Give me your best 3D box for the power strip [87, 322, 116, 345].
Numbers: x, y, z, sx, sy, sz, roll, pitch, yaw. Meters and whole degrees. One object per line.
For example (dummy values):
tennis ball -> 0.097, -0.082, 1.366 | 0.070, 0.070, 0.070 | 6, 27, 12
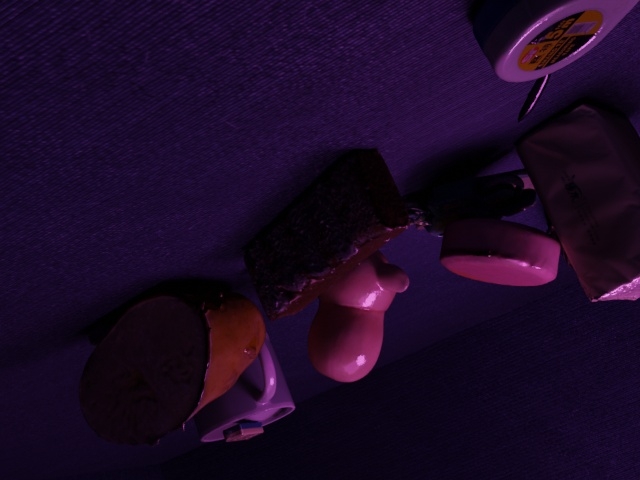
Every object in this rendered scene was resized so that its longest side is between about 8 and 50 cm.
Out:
power strip -> -0.435, 0.211, 1.901 | 0.227, 0.029, 0.080 | -6, 156, -39

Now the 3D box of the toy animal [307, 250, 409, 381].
toy animal -> 0.068, 0.162, 1.894 | 0.237, 0.326, 0.269 | 10, 141, 1

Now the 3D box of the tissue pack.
tissue pack -> 0.604, -0.072, 1.684 | 0.207, 0.380, 0.297 | -33, 159, 33

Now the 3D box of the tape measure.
tape measure -> 0.307, -0.286, 1.198 | 0.215, 0.097, 0.351 | -14, 157, -27

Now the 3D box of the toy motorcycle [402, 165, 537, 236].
toy motorcycle -> 0.317, -0.066, 1.760 | 0.297, 0.109, 0.198 | -18, 149, 34

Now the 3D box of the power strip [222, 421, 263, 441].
power strip -> -0.196, 0.490, 2.075 | 0.056, 0.032, 0.123 | -26, 161, 18

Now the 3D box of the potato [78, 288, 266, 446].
potato -> -0.295, 0.280, 1.819 | 0.397, 0.290, 0.296 | -56, 154, 12

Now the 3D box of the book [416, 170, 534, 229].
book -> 0.384, -0.100, 1.927 | 0.283, 0.025, 0.215 | -11, 158, -23

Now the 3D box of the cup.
cup -> -0.214, 0.337, 2.114 | 0.259, 0.274, 0.356 | -10, 158, -31

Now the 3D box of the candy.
candy -> 0.368, 0.025, 1.676 | 0.255, 0.094, 0.255 | 11, 168, 2

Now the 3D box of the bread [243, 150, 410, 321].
bread -> 0.000, 0.000, 1.576 | 0.113, 0.165, 0.416 | -12, 159, -42

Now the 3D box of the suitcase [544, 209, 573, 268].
suitcase -> 0.736, -0.065, 2.145 | 0.283, 0.194, 0.434 | -25, 160, 11
